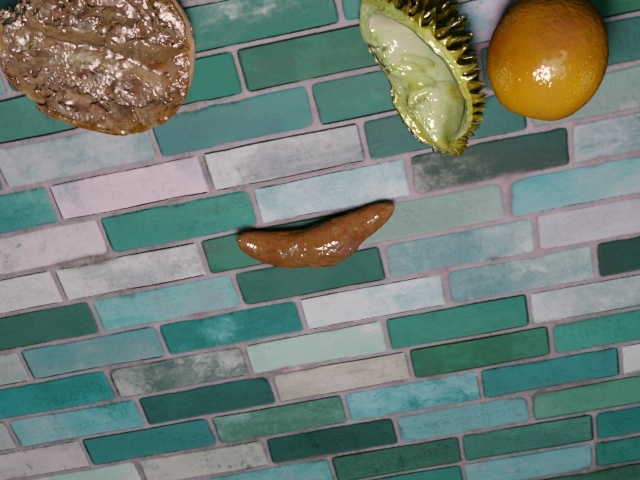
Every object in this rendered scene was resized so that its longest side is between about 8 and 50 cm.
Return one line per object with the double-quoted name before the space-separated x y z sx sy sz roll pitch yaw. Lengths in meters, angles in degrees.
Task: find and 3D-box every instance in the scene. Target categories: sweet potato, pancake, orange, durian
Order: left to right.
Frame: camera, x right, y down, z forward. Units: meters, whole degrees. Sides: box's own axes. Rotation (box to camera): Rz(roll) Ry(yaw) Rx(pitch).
"pancake" -0.416 -0.364 1.716 0.382 0.071 0.382 -1 128 -1
"sweet potato" -0.001 0.004 1.961 0.342 0.092 0.114 -12 105 6
"durian" 0.204 -0.310 1.737 0.198 0.163 0.394 -17 127 12
"orange" 0.412 -0.333 1.684 0.236 0.236 0.236 0 122 -1
